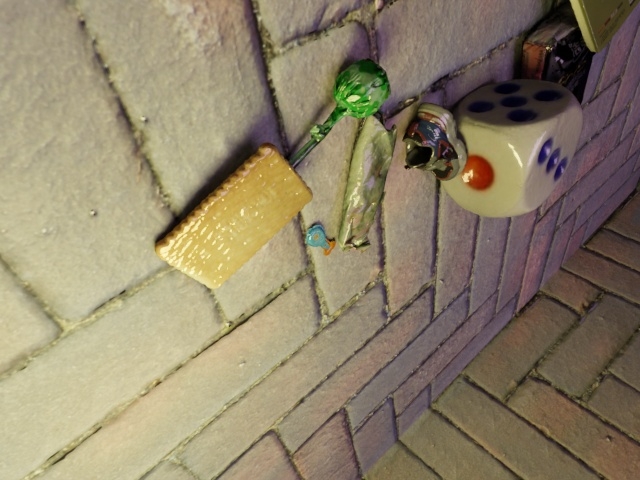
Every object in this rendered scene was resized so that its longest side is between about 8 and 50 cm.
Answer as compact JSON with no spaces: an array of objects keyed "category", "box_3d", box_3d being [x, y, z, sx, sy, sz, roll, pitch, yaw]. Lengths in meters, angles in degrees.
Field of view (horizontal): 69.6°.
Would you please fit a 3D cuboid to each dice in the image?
[{"category":"dice","box_3d":[0.451,-0.224,1.113,0.251,0.243,0.259,-36,136,-23]}]

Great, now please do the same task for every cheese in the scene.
[{"category":"cheese","box_3d":[0.001,0.000,0.969,0.047,0.017,0.111,-50,143,-1]}]

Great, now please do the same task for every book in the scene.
[{"category":"book","box_3d":[0.645,-0.654,1.066,0.239,0.035,0.352,-49,120,-11]}]

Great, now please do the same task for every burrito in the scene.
[{"category":"burrito","box_3d":[0.092,-0.114,0.943,0.096,0.066,0.309,-13,123,-39]}]

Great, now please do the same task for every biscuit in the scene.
[{"category":"biscuit","box_3d":[-0.135,-0.035,0.756,0.250,0.030,0.160,-44,141,0]}]

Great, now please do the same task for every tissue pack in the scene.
[{"category":"tissue pack","box_3d":[0.635,-0.437,1.245,0.245,0.123,0.332,-43,141,-20]}]

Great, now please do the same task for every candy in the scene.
[{"category":"candy","box_3d":[-0.007,-0.177,0.790,0.323,0.097,0.097,-47,143,0]}]

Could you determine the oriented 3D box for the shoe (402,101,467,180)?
[{"category":"shoe","box_3d":[0.247,-0.189,1.021,0.125,0.099,0.227,-53,139,-16]}]
